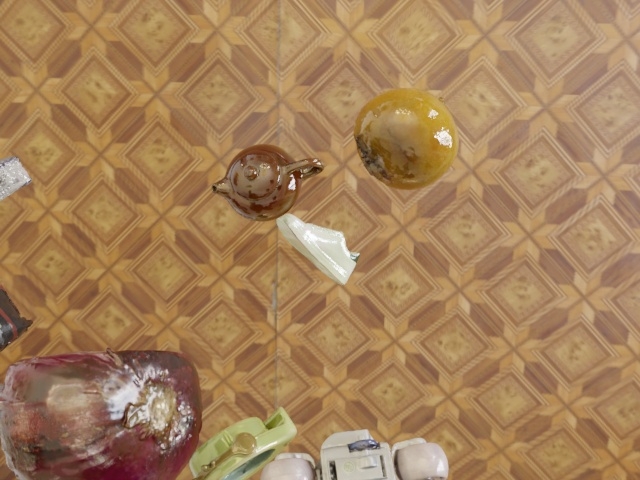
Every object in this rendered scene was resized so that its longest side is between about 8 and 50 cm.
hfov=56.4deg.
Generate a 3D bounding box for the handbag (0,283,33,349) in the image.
[{"bbox_3d":[-0.783,0.196,1.339,0.155,0.215,0.169,-33,102,33],"label":"handbag"}]

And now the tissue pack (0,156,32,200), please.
[{"bbox_3d":[-0.502,-0.065,0.838,0.156,0.112,0.051,-6,124,27],"label":"tissue pack"}]

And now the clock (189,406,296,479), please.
[{"bbox_3d":[-0.214,0.522,1.448,0.235,0.308,0.096,-46,66,23],"label":"clock"}]

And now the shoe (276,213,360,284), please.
[{"bbox_3d":[0.000,0.000,1.569,0.110,0.095,0.265,-50,117,-14],"label":"shoe"}]

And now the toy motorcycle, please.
[{"bbox_3d":[0.046,0.321,0.810,0.255,0.112,0.112,-4,105,-7],"label":"toy motorcycle"}]

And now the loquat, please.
[{"bbox_3d":[0.114,-0.138,0.803,0.141,0.141,0.141,2,105,6],"label":"loquat"}]

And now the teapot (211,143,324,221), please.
[{"bbox_3d":[-0.115,-0.138,1.316,0.252,0.135,0.178,-15,80,12],"label":"teapot"}]

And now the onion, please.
[{"bbox_3d":[-0.361,0.313,0.988,0.282,0.337,0.260,-8,77,26],"label":"onion"}]

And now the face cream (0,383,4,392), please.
[{"bbox_3d":[-0.655,0.394,1.399,0.284,0.073,0.073,28,110,-37],"label":"face cream"}]
